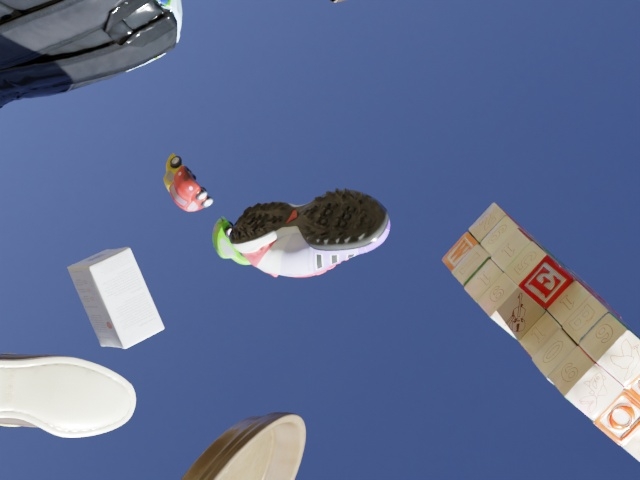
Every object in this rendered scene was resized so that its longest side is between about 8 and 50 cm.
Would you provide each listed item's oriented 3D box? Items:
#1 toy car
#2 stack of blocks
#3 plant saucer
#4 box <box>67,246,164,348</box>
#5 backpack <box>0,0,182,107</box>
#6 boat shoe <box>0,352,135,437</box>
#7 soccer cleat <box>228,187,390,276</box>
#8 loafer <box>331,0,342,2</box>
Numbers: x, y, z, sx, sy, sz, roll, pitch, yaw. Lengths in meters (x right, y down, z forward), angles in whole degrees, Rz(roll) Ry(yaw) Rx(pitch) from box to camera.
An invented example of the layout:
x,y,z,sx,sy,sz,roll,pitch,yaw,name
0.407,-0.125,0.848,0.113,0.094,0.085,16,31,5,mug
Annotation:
x,y,z,sx,sy,sz,roll,pitch,yaw,name
-0.191,-0.039,2.243,0.053,0.225,0.239,-38,-165,-2,toy car
0.249,0.087,1.344,0.087,0.171,0.297,-48,-158,7,stack of blocks
-0.108,0.291,1.366,0.041,0.278,0.278,30,-100,20,plant saucer
-0.387,0.108,2.494,0.091,0.170,0.130,-27,-168,-28,box
-0.332,-0.290,1.527,0.356,0.290,0.273,1,-117,21,backpack
-0.427,0.215,1.891,0.097,0.324,0.116,8,-89,59,boat shoe
0.000,0.000,1.960,0.318,0.116,0.108,-5,-134,47,soccer cleat
0.011,-0.477,2.109,0.078,0.220,0.080,-41,-154,-30,loafer
